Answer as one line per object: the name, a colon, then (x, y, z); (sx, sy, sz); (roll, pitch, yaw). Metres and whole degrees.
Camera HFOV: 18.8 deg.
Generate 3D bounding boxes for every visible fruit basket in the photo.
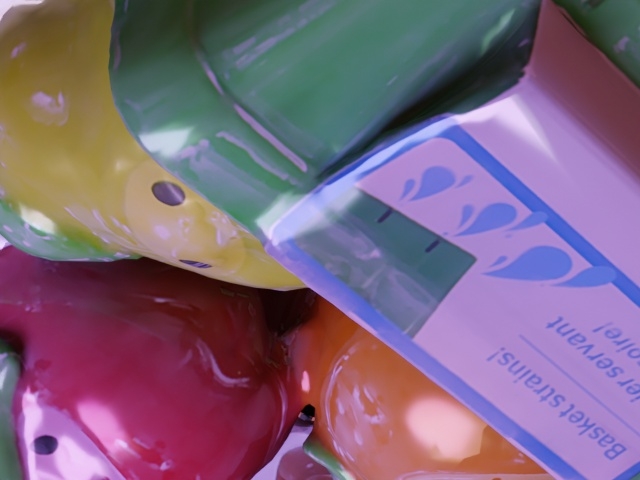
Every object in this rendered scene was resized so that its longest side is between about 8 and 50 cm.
fruit basket: (-0.017, 0.027, 0.571); (0.353, 0.165, 0.327); (-37, 122, 21)

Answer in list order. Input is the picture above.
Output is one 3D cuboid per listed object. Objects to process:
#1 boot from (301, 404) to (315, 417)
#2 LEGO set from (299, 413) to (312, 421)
boot: (0.000, 0.000, 0.718); (0.207, 0.094, 0.246); (12, 149, 16)
LEGO set: (0.000, 0.054, 0.839); (0.083, 0.054, 0.023); (-18, 145, 2)
